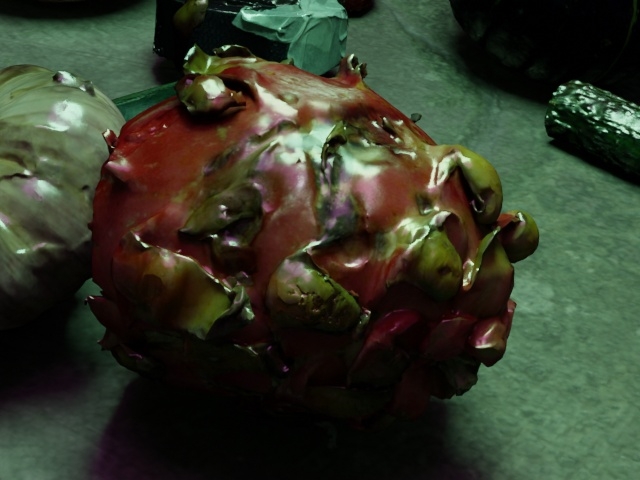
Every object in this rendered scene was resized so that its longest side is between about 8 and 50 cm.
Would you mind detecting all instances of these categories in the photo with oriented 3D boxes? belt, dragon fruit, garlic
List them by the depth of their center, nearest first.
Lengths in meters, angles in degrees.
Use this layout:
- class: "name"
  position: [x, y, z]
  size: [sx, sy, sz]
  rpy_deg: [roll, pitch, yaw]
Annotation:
- class: "dragon fruit"
  position: [0.000, 0.000, 0.912]
  size: [0.291, 0.250, 0.269]
  rpy_deg: [6, 77, 14]
- class: "garlic"
  position: [-0.231, -0.015, 1.004]
  size: [0.245, 0.160, 0.245]
  rpy_deg: [-29, 30, 18]
- class: "belt"
  position: [-0.070, -0.216, 1.362]
  size: [0.198, 0.078, 0.151]
  rpy_deg: [4, 19, -8]

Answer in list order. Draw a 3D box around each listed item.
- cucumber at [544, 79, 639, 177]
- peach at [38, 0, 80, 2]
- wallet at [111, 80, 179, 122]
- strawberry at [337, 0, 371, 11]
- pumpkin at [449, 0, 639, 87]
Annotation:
- class: "cucumber"
  position: [0.346, -0.071, 1.249]
  size: [0.293, 0.067, 0.067]
  rpy_deg: [30, 42, 30]
- class: "peach"
  position: [-0.281, -0.396, 1.474]
  size: [0.292, 0.292, 0.247]
  rpy_deg: [33, 0, 34]
- class: "wallet"
  position: [-0.137, -0.095, 1.216]
  size: [0.160, 0.055, 0.236]
  rpy_deg: [26, 39, 37]
- class: "strawberry"
  position: [0.032, -0.302, 1.530]
  size: [0.083, 0.083, 0.096]
  rpy_deg: [17, 30, 16]
- class: "pumpkin"
  position: [0.255, -0.286, 1.426]
  size: [0.296, 0.296, 0.296]
  rpy_deg: [4, 35, -2]
